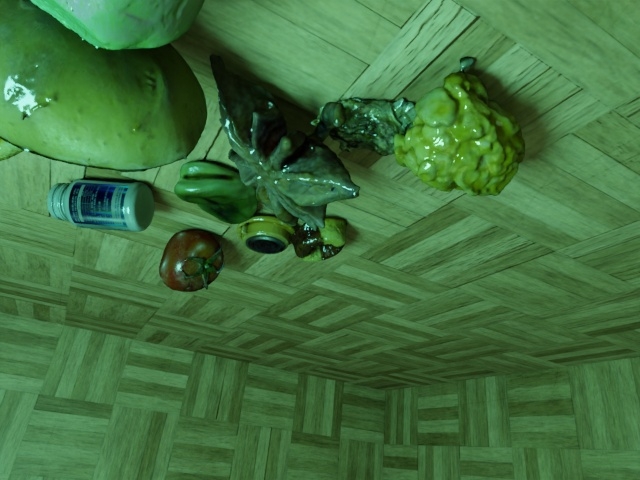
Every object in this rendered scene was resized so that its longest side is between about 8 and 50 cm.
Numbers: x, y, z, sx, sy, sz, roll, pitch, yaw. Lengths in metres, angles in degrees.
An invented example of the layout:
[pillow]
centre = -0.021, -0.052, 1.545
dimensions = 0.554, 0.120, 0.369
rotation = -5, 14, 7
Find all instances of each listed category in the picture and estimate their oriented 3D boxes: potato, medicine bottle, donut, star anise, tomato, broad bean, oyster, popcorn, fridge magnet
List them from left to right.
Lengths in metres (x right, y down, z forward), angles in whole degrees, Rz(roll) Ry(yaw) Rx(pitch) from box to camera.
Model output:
[potato]
centre = -0.268, -0.213, 0.508
dimensions = 0.298, 0.239, 0.116
rotation = 21, 143, -16
[medicine bottle]
centre = -0.465, -0.077, 0.951
dimensions = 0.191, 0.107, 0.107
rotation = 4, 153, 4
[tomato]
centre = -0.329, 0.049, 1.133
dimensions = 0.167, 0.167, 0.167
rotation = 5, 153, 3
[broad bean]
centre = -0.206, -0.094, 0.918
dimensions = 0.153, 0.073, 0.206
rotation = -2, 164, 21
[fridge magnet]
centre = -0.127, -0.012, 1.052
dimensions = 0.142, 0.063, 0.143
rotation = 3, 151, 2
[star anise]
centre = -0.054, -0.129, 0.679
dimensions = 0.292, 0.109, 0.350
rotation = 33, 156, 15
[donut]
centre = 0.000, 0.000, 1.020
dimensions = 0.140, 0.059, 0.140
rotation = -11, 156, -5
[oyster]
centre = 0.068, -0.172, 0.700
dimensions = 0.165, 0.053, 0.108
rotation = 8, 150, 1
[popcorn]
centre = 0.198, -0.133, 0.637
dimensions = 0.163, 0.140, 0.194
rotation = -39, 141, 20

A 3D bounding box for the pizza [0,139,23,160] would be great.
[pizza]
centre = -0.455, -0.154, 0.583
dimensions = 0.270, 0.056, 0.134
rotation = -10, 158, 9

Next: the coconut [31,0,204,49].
[coconut]
centre = -0.182, -0.285, 0.375
dimensions = 0.204, 0.236, 0.236
rotation = -11, 164, -31
